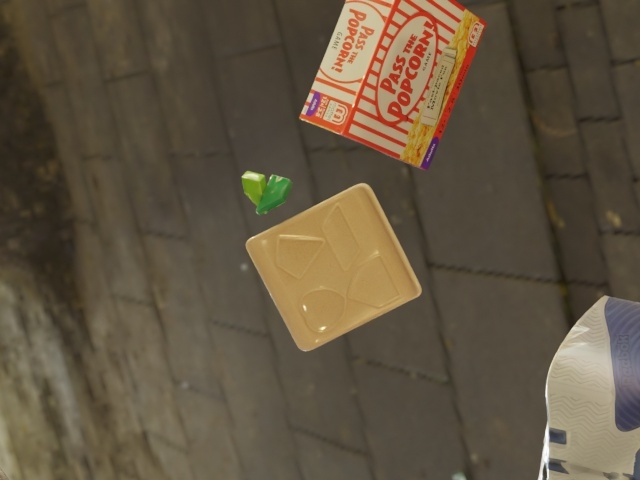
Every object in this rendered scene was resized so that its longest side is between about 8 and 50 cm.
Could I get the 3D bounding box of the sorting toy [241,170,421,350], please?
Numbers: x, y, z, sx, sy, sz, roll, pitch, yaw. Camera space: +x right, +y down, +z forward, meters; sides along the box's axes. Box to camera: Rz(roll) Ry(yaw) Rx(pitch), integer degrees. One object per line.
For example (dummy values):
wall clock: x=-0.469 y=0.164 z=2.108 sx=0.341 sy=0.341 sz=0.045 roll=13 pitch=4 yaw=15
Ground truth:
sorting toy: x=0.000 y=0.000 z=0.680 sx=0.083 sy=0.062 sz=0.012 roll=63 pitch=-174 yaw=-10

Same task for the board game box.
board game box: x=0.066 y=-0.148 z=1.332 sx=0.045 sy=0.193 sz=0.147 roll=23 pitch=94 yaw=26

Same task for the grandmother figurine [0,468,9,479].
grandmother figurine: x=-0.226 y=0.134 z=0.728 sx=0.342 sy=0.104 sz=0.208 roll=-7 pitch=92 yaw=59

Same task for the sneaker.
sneaker: x=0.245 y=0.216 z=1.374 sx=0.182 sy=0.127 sz=0.315 roll=75 pitch=-147 yaw=-65
